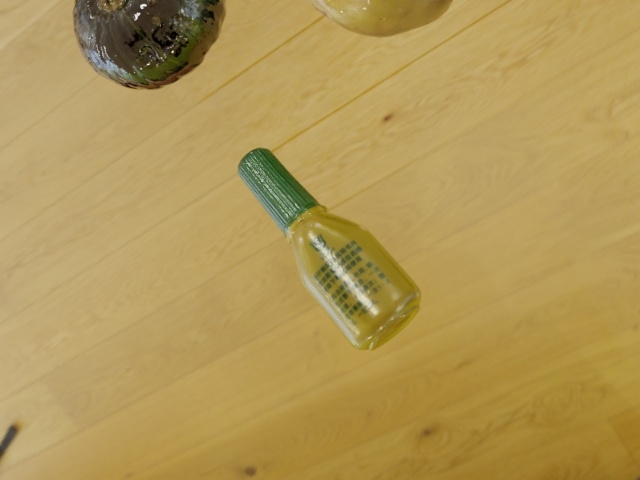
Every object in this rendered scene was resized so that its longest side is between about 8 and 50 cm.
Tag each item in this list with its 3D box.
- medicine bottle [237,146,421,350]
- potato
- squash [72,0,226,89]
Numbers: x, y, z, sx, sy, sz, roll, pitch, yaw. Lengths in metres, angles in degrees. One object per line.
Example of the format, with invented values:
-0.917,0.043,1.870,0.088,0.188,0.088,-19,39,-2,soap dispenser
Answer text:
0.000,0.000,1.086,0.095,0.064,0.260,-44,70,9,medicine bottle
0.074,-0.334,1.216,0.146,0.234,0.150,38,126,28,potato
-0.204,-0.275,1.196,0.193,0.156,0.193,7,100,43,squash
